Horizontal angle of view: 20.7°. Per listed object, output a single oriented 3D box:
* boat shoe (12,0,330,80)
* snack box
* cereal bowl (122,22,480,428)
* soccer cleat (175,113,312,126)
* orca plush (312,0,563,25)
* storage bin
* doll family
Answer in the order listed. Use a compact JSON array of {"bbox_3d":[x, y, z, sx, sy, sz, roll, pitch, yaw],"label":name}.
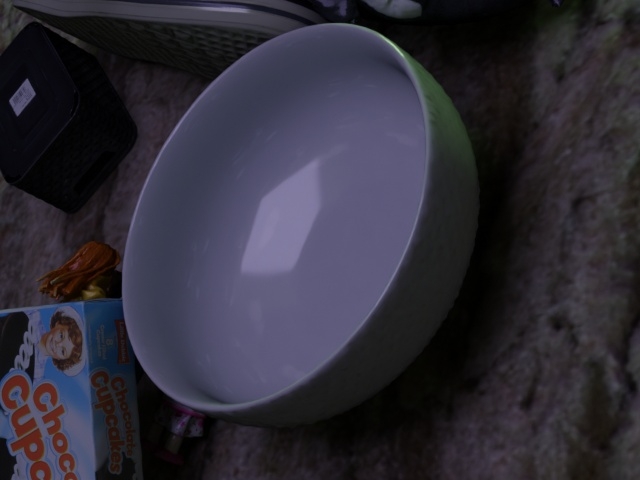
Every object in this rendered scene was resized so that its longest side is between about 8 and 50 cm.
[{"bbox_3d":[-0.141,-0.252,1.690,0.500,0.187,0.156,21,86,55],"label":"boat shoe"},{"bbox_3d":[-0.235,0.217,1.529,0.187,0.060,0.322,-8,85,42],"label":"snack box"},{"bbox_3d":[0.000,0.000,1.443,0.339,0.141,0.339,-22,54,35],"label":"cereal bowl"},{"bbox_3d":[-0.051,-0.089,1.609,0.196,0.068,0.076,-14,88,32],"label":"soccer cleat"},{"bbox_3d":[0.085,-0.233,1.498,0.287,0.102,0.151,0,69,14],"label":"orca plush"},{"bbox_3d":[-0.283,-0.131,1.835,0.122,0.084,0.180,-48,44,14],"label":"storage bin"},{"bbox_3d":[-0.186,0.086,1.592,0.263,0.118,0.163,20,85,46],"label":"doll family"}]
